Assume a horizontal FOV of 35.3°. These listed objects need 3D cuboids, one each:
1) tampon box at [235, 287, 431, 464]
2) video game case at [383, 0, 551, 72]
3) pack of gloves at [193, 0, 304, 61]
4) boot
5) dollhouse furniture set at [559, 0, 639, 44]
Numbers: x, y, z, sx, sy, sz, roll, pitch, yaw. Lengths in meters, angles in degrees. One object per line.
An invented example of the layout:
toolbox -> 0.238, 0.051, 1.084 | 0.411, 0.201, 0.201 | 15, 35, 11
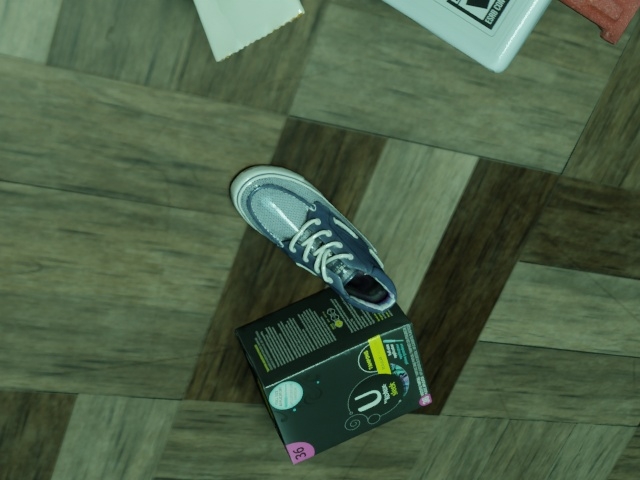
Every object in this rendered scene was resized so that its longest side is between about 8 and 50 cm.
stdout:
tampon box -> 0.014, 0.130, 1.039 | 0.161, 0.101, 0.120 | -24, 127, -8
video game case -> 0.089, -0.332, 0.681 | 0.329, 0.300, 0.036 | -58, 166, 18
pack of gloves -> -0.037, -0.271, 0.701 | 0.195, 0.232, 0.046 | -23, -179, 33
boot -> 0.000, 0.000, 0.958 | 0.190, 0.086, 0.069 | 32, 105, -36
dollhouse furniture set -> 0.272, -0.244, 0.858 | 0.374, 0.201, 0.152 | 18, 112, -39
